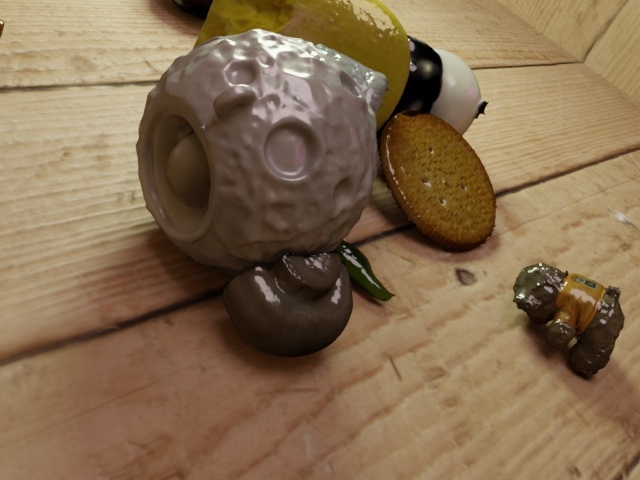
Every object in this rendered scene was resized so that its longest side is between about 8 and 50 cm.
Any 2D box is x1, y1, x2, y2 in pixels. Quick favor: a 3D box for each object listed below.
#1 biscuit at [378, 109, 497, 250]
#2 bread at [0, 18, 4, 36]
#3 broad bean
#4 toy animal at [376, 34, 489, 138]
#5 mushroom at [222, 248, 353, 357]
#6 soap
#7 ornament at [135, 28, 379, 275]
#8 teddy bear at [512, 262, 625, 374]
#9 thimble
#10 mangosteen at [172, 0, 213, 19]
[{"bbox_3d":[0.227,-0.116,1.437,0.305,0.038,0.305,20,53,-30],"label":"biscuit"},{"bbox_3d":[-0.617,-0.312,1.122,0.139,0.077,0.271,28,32,5],"label":"bread"},{"bbox_3d":[0.001,-0.001,1.193,0.297,0.043,0.060,36,45,12],"label":"broad bean"},{"bbox_3d":[0.198,-0.318,1.599,0.310,0.251,0.251,-2,44,-28],"label":"toy animal"},{"bbox_3d":[-0.030,0.091,0.973,0.188,0.141,0.117,-8,70,-39],"label":"mushroom"},{"bbox_3d":[-0.040,-0.361,1.425,0.427,0.306,0.115,26,3,8],"label":"soap"},{"bbox_3d":[-0.076,-0.118,1.032,0.337,0.337,0.337,19,35,-14],"label":"ornament"},{"bbox_3d":[0.423,0.112,1.280,0.190,0.140,0.177,26,36,10],"label":"teddy bear"},{"bbox_3d":[0.005,-0.202,1.286,0.157,0.245,0.217,25,-3,-6],"label":"thimble"},{"bbox_3d":[-0.248,-0.604,1.657,0.216,0.216,0.216,19,35,-14],"label":"mangosteen"}]
